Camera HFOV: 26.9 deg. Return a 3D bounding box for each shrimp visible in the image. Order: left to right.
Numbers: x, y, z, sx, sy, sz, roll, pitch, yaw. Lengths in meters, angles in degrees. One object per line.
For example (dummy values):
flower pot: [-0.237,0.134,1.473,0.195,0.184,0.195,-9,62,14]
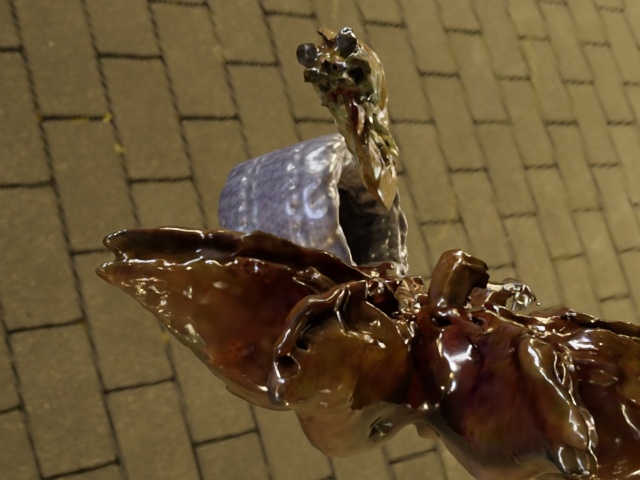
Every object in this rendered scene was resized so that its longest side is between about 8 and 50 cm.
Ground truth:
shrimp: [0.016,-0.069,0.719,0.180,0.041,0.099,46,34,-79]

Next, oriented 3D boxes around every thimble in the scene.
thimble: [-0.001,0.000,0.966,0.150,0.098,0.150,43,38,-47]

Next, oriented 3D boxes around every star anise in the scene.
star anise: [0.045,0.045,0.574,0.288,0.288,0.088,7,96,-45]
